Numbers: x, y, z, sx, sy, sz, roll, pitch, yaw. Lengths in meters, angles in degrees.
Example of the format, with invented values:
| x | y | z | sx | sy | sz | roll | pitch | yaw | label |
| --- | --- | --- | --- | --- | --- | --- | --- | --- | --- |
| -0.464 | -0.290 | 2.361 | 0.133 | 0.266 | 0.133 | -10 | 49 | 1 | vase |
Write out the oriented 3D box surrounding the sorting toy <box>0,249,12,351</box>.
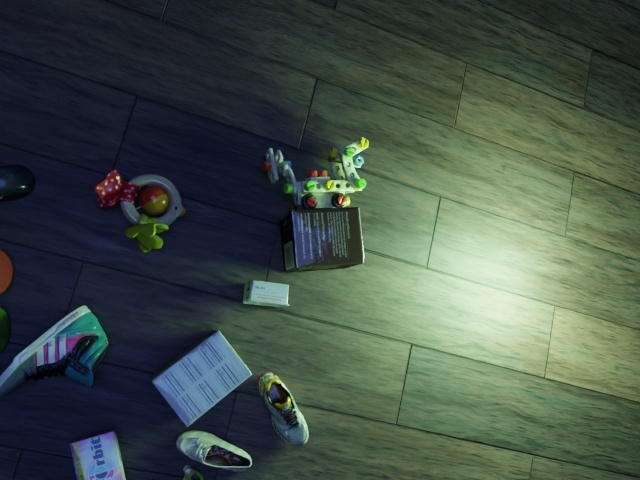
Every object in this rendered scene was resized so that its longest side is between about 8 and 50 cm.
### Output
| x | y | z | sx | sy | sz | roll | pitch | yaw | label |
| --- | --- | --- | --- | --- | --- | --- | --- | --- | --- |
| -0.874 | 0.203 | 1.423 | 0.126 | 0.127 | 0.365 | -2 | 85 | 13 | sorting toy |

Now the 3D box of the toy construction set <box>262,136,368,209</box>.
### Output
| x | y | z | sx | sy | sz | roll | pitch | yaw | label |
| --- | --- | --- | --- | --- | --- | --- | --- | --- | --- |
| -0.005 | -0.197 | 1.691 | 0.327 | 0.151 | 0.215 | -5 | 91 | -14 | toy construction set |

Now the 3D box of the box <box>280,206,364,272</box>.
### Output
| x | y | z | sx | sy | sz | roll | pitch | yaw | label |
| --- | --- | --- | --- | --- | --- | --- | --- | --- | --- |
| 0.000 | 0.000 | 1.656 | 0.203 | 0.168 | 0.167 | -3 | 83 | -17 | box |

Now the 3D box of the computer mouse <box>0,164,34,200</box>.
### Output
| x | y | z | sx | sy | sz | roll | pitch | yaw | label |
| --- | --- | --- | --- | --- | --- | --- | --- | --- | --- |
| -0.882 | -0.103 | 1.468 | 0.262 | 0.060 | 0.184 | -10 | 84 | -17 | computer mouse |

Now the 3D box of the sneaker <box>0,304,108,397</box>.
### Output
| x | y | z | sx | sy | sz | roll | pitch | yaw | label |
| --- | --- | --- | --- | --- | --- | --- | --- | --- | --- |
| -0.660 | 0.325 | 1.438 | 0.178 | 0.124 | 0.295 | 45 | 66 | 2 | sneaker |

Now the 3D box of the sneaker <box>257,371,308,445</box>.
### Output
| x | y | z | sx | sy | sz | roll | pitch | yaw | label |
| --- | --- | --- | --- | --- | --- | --- | --- | --- | --- |
| -0.106 | 0.481 | 1.596 | 0.088 | 0.093 | 0.225 | -33 | 93 | -18 | sneaker |

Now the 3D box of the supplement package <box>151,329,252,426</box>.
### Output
| x | y | z | sx | sy | sz | roll | pitch | yaw | label |
| --- | --- | --- | --- | --- | --- | --- | --- | --- | --- |
| -0.317 | 0.355 | 1.498 | 0.203 | 0.194 | 0.149 | -37 | 93 | -17 | supplement package |

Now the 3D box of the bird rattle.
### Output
| x | y | z | sx | sy | sz | roll | pitch | yaw | label |
| --- | --- | --- | --- | --- | --- | --- | --- | --- | --- |
| -0.495 | -0.100 | 1.575 | 0.207 | 0.143 | 0.253 | -31 | 79 | -30 | bird rattle |

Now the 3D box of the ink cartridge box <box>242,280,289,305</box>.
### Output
| x | y | z | sx | sy | sz | roll | pitch | yaw | label |
| --- | --- | --- | --- | --- | --- | --- | --- | --- | --- |
| -0.151 | 0.150 | 1.584 | 0.104 | 0.180 | 0.060 | 9 | 80 | -16 | ink cartridge box |

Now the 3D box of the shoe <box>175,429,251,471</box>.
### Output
| x | y | z | sx | sy | sz | roll | pitch | yaw | label |
| --- | --- | --- | --- | --- | --- | --- | --- | --- | --- |
| -0.287 | 0.576 | 1.547 | 0.219 | 0.058 | 0.076 | 23 | 76 | -12 | shoe |

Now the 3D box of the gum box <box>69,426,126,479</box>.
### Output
| x | y | z | sx | sy | sz | roll | pitch | yaw | label |
| --- | --- | --- | --- | --- | --- | --- | --- | --- | --- |
| -0.567 | 0.593 | 1.460 | 0.107 | 0.062 | 0.188 | -12 | 86 | -18 | gum box |

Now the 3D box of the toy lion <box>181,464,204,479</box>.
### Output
| x | y | z | sx | sy | sz | roll | pitch | yaw | label |
| --- | --- | --- | --- | --- | --- | --- | --- | --- | --- |
| -0.351 | 0.675 | 1.531 | 0.096 | 0.034 | 0.100 | 38 | 73 | -15 | toy lion |
